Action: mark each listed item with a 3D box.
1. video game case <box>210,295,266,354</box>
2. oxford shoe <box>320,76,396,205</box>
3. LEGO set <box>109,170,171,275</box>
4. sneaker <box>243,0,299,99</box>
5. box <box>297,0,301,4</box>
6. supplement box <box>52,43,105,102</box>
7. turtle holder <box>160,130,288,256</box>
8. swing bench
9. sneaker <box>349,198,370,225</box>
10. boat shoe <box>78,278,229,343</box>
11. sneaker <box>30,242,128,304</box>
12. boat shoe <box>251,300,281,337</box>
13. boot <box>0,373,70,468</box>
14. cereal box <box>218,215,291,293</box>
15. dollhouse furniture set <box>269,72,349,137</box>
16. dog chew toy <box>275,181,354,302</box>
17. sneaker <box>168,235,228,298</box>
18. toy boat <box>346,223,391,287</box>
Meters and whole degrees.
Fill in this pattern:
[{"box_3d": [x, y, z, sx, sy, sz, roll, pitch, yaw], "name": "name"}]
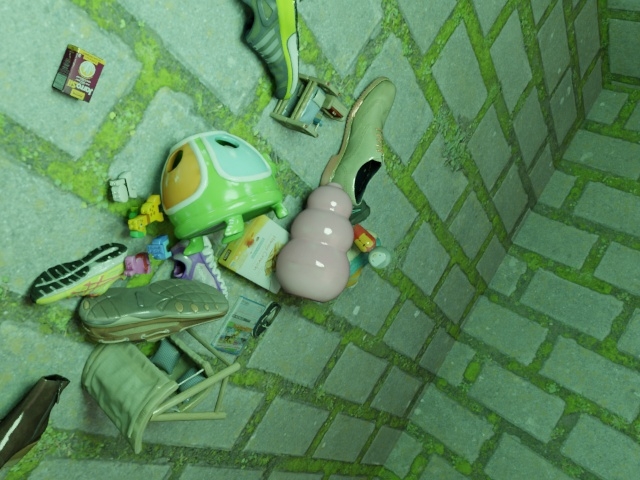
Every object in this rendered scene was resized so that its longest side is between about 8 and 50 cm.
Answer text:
[{"box_3d": [-0.239, 0.250, 1.539, 0.166, 0.015, 0.119, -60, 144, -4], "name": "video game case"}, {"box_3d": [0.147, -0.284, 1.549, 0.140, 0.146, 0.397, 16, 99, -52], "name": "oxford shoe"}, {"box_3d": [-0.374, -0.022, 1.080, 0.093, 0.087, 0.227, -50, 137, -65], "name": "LEGO set"}, {"box_3d": [-0.109, -0.449, 1.188, 0.300, 0.121, 0.111, 89, 0, -52], "name": "sneaker"}, {"box_3d": [-0.083, -0.573, 1.194, 0.137, 0.027, 0.094, -47, 142, -20], "name": "box"}, {"box_3d": [-0.432, -0.298, 0.940, 0.055, 0.043, 0.083, 15, 101, -54], "name": "supplement box"}, {"box_3d": [-0.197, -0.124, 1.165, 0.320, 0.243, 0.227, -23, 90, -28], "name": "turtle holder"}, {"box_3d": [-0.374, 0.318, 1.222, 0.255, 0.253, 0.165, -2, 114, -50], "name": "swing bench"}, {"box_3d": [0.041, -0.066, 1.627, 0.267, 0.101, 0.106, -40, 120, -31], "name": "sneaker"}, {"box_3d": [-0.376, 0.169, 1.208, 0.324, 0.123, 0.116, 0, 129, -22], "name": "boat shoe"}, {"box_3d": [-0.487, 0.088, 1.088, 0.208, 0.081, 0.094, -29, 134, -37], "name": "sneaker"}, {"box_3d": [-0.164, 0.245, 1.604, 0.125, 0.038, 0.046, -56, 143, -8], "name": "boat shoe"}, {"box_3d": [-0.619, 0.364, 1.047, 0.206, 0.090, 0.248, -61, 176, -10], "name": "boot"}, {"box_3d": [-0.158, 0.034, 1.470, 0.173, 0.047, 0.240, -61, 143, -6], "name": "cereal box"}, {"box_3d": [-0.005, -0.323, 1.359, 0.184, 0.129, 0.129, 27, 91, -53], "name": "dollhouse furniture set"}, {"box_3d": [0.000, 0.000, 1.458, 0.207, 0.207, 0.331, 27, 75, -53], "name": "dog chew toy"}, {"box_3d": [-0.306, 0.083, 1.299, 0.105, 0.095, 0.236, -32, 130, -25], "name": "sneaker"}, {"box_3d": [0.113, 0.062, 1.634, 0.267, 0.148, 0.318, -40, 174, -23], "name": "toy boat"}]
